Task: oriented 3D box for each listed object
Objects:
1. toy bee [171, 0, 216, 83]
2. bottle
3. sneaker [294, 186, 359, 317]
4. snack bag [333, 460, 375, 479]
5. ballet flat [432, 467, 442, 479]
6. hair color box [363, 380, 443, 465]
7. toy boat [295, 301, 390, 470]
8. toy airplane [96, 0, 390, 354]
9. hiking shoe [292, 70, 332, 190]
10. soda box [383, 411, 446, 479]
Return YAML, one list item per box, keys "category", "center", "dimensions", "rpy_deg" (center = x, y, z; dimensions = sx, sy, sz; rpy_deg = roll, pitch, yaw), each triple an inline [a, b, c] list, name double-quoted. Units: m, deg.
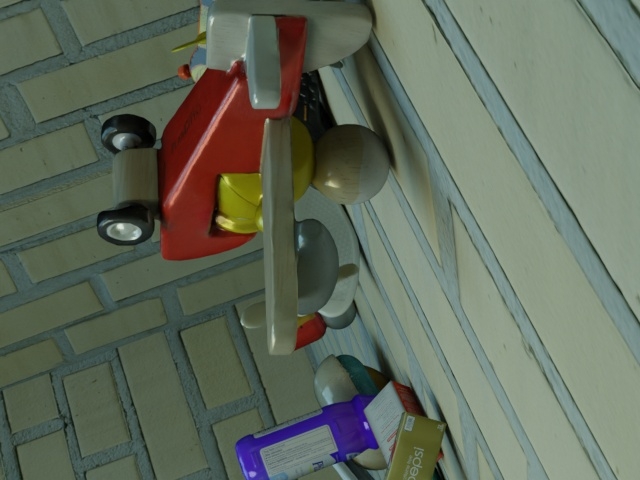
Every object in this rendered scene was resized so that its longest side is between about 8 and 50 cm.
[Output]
- category: "toy bee"
  center: [-0.136, -0.260, 1.759]
  dimensions: [0.195, 0.162, 0.298]
  rpy_deg: [-5, -75, -56]
- category: "bottle"
  center: [0.009, 0.312, 2.030]
  dimensions: [0.118, 0.283, 0.092]
  rpy_deg: [90, 159, -74]
- category: "sneaker"
  center: [0.000, 0.000, 1.977]
  dimensions: [0.147, 0.105, 0.295]
  rpy_deg: [76, 179, -64]
- category: "snack bag"
  center: [0.111, 0.479, 2.328]
  dimensions: [0.323, 0.037, 0.342]
  rpy_deg: [50, 178, 4]
- category: "ballet flat"
  center: [0.146, 0.349, 1.944]
  dimensions: [0.070, 0.070, 0.188]
  rpy_deg: [90, 161, -76]
- category: "hair color box"
  center: [0.120, 0.282, 1.880]
  dimensions: [0.043, 0.072, 0.141]
  rpy_deg: [23, -152, -35]
- category: "toy boat"
  center: [0.052, 0.236, 2.244]
  dimensions: [0.318, 0.148, 0.267]
  rpy_deg: [58, 175, 32]
- category: "toy airplane"
  center: [-0.041, -0.116, 1.291]
  dimensions: [0.384, 0.272, 0.386]
  rpy_deg: [35, 110, 64]
- category: "hiking shoe"
  center: [-0.034, -0.168, 1.711]
  dimensions: [0.114, 0.086, 0.226]
  rpy_deg: [160, 90, -84]
- category: "soda box"
  center: [0.113, 0.320, 1.685]
  dimensions: [0.061, 0.058, 0.181]
  rpy_deg: [100, -173, -81]
